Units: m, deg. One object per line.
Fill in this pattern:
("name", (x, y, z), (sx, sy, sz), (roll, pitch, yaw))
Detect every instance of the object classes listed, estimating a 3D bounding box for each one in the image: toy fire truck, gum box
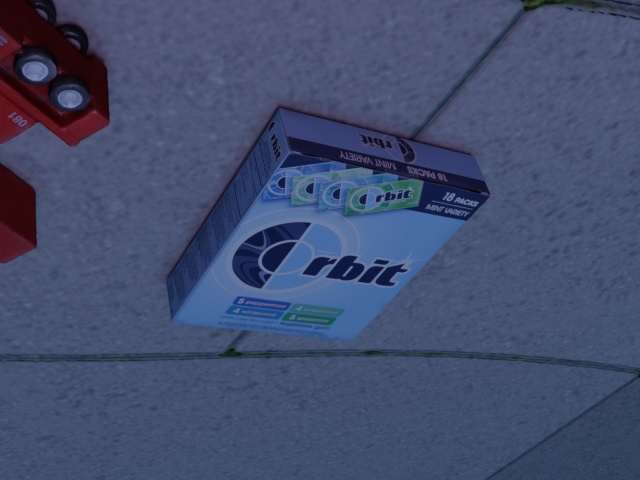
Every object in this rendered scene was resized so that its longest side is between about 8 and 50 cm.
("toy fire truck", (-0.184, -0.071, 0.444), (0.135, 0.047, 0.192), (-26, 142, 16))
("gum box", (0.000, 0.000, 0.612), (0.156, 0.041, 0.184), (10, 138, -30))
